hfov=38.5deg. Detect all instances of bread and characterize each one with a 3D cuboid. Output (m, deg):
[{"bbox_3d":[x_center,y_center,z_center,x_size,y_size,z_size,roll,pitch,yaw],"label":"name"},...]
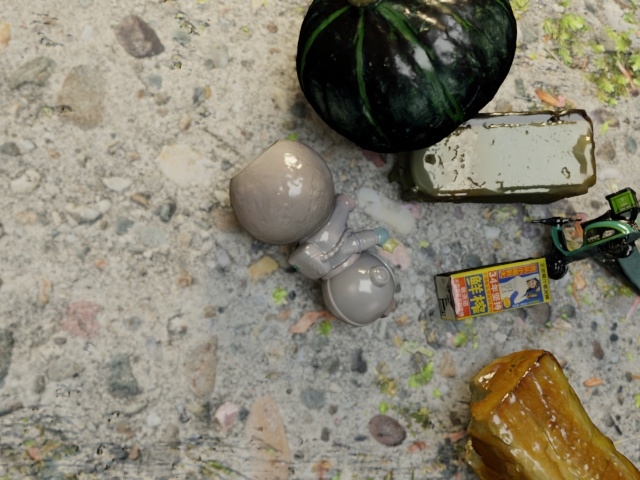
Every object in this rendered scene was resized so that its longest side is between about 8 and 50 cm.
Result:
[{"bbox_3d":[0.336,0.326,1.318,0.195,0.149,0.344,-40,96,-31],"label":"bread"}]

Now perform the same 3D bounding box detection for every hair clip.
[{"bbox_3d":[0.548,0.083,1.471,0.275,0.083,0.048,38,75,-18],"label":"hair clip"}]

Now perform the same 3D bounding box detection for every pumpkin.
[{"bbox_3d":[0.107,-0.274,1.238,0.315,0.315,0.238,-57,143,-16],"label":"pumpkin"}]

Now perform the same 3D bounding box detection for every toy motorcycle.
[{"bbox_3d":[0.404,-0.007,1.393,0.058,0.173,0.100,18,54,-54],"label":"toy motorcycle"}]

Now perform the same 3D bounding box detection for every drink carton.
[{"bbox_3d":[0.259,0.071,1.373,0.166,0.056,0.071,-9,94,-20],"label":"drink carton"}]

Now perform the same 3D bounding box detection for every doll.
[{"bbox_3d":[0.000,0.000,1.249,0.151,0.151,0.287,-42,100,-19],"label":"doll"}]

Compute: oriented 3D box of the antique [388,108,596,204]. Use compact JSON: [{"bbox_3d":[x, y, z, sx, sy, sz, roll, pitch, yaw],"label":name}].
[{"bbox_3d":[0.245,-0.120,1.358,0.284,0.150,0.125,-1,84,-11],"label":"antique"}]
